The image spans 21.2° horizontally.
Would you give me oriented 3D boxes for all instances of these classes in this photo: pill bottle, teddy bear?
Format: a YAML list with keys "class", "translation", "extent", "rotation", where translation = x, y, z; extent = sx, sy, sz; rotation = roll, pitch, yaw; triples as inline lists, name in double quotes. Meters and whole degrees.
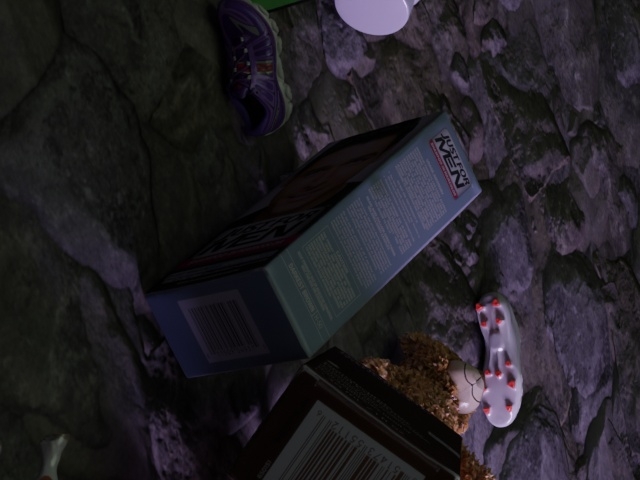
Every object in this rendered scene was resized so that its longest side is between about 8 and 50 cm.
- class: "pill bottle"
  translation: [0.091, -0.375, 2.230]
  extent: [0.119, 0.119, 0.208]
  rotation: [55, 41, -38]
- class: "teddy bear"
  translation: [0.123, 0.236, 2.123]
  extent: [0.245, 0.113, 0.338]
  rotation: [54, 35, 12]

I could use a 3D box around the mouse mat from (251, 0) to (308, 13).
- class: "mouse mat"
  translation: [-0.065, -0.355, 2.074]
  extent: [0.189, 0.007, 0.153]
  rotation: [-28, 108, -56]

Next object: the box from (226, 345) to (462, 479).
- class: "box"
  translation: [0.038, 0.224, 1.781]
  extent: [0.143, 0.191, 0.381]
  rotation: [-55, 176, 1]

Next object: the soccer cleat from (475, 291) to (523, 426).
- class: "soccer cleat"
  translation: [0.264, 0.171, 2.464]
  extent: [0.076, 0.068, 0.196]
  rotation: [15, 68, -61]

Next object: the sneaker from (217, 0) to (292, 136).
- class: "sneaker"
  translation: [-0.081, -0.199, 1.960]
  extent: [0.071, 0.068, 0.170]
  rotation: [-42, 120, -48]

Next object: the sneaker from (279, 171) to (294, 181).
- class: "sneaker"
  translation: [-0.025, -0.006, 2.036]
  extent: [0.075, 0.057, 0.161]
  rotation: [9, 77, -41]

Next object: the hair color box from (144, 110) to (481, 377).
- class: "hair color box"
  translation: [0.000, 0.000, 1.876]
  extent: [0.374, 0.185, 0.114]
  rotation: [-41, 111, -45]

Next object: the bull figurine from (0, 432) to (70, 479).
- class: "bull figurine"
  translation: [-0.291, 0.264, 1.480]
  extent: [0.310, 0.101, 0.188]
  rotation: [16, 67, -60]
